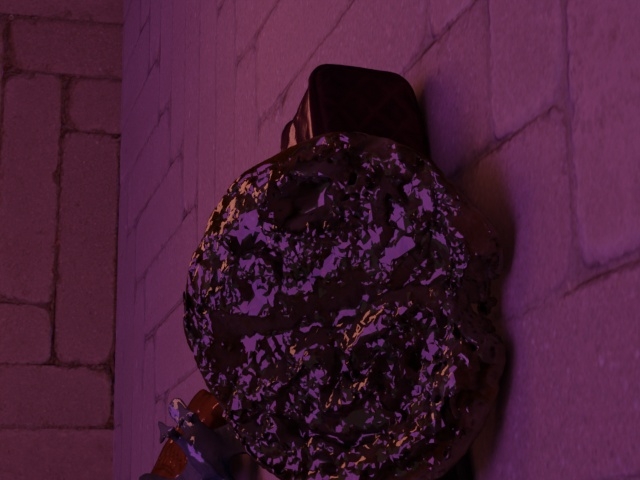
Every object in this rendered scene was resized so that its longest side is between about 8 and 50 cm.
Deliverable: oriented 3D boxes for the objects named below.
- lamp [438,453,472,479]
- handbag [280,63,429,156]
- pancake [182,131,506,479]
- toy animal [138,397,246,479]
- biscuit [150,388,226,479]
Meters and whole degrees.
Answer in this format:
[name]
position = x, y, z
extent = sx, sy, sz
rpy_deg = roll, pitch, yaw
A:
[lamp]
position = 0.060, 0.289, 1.490
extent = 0.283, 0.124, 0.203
rpy_deg = 120, 159, -53
[handbag]
position = 0.037, -0.073, 1.585
extent = 0.135, 0.146, 0.225
rpy_deg = 124, 144, -56
[pancake]
position = 0.026, 0.078, 1.418
extent = 0.382, 0.071, 0.382
rpy_deg = -1, 88, 35
[toy animal]
position = -0.183, 0.338, 2.267
extent = 0.239, 0.176, 0.255
rpy_deg = -41, 24, 4
[biscuit]
position = -0.248, 0.385, 2.453
extent = 0.306, 0.043, 0.284
rpy_deg = -56, 15, 6
